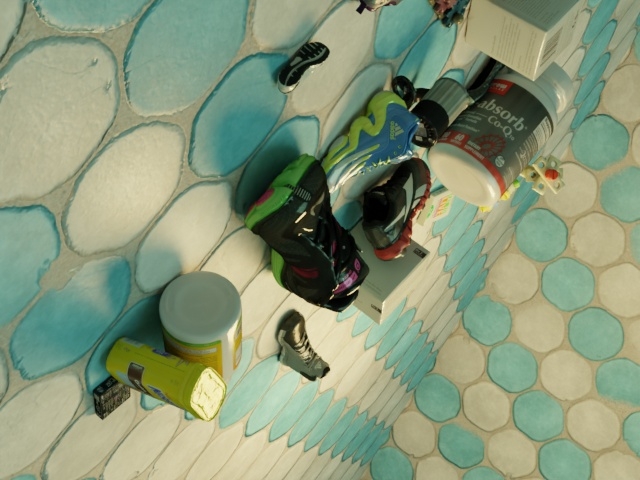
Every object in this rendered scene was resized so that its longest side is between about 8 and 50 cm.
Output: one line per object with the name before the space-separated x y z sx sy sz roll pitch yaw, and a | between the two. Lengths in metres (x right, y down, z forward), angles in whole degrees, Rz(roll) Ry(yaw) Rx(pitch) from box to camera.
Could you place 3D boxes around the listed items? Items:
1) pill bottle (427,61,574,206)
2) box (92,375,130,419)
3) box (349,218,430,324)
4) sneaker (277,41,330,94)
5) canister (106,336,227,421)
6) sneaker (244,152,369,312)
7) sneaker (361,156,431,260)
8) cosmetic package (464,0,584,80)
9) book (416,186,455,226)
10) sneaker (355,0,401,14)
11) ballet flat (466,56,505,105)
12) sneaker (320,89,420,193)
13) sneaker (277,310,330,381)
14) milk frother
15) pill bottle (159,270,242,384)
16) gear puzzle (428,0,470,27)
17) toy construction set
pill bottle | 0.449 -0.277 2.213 0.363 0.210 0.210 -50 160 -15
box | -0.359 0.264 1.547 0.067 0.018 0.083 -41 157 -33
box | 0.127 0.062 2.080 0.182 0.181 0.119 -44 158 -25
sneaker | -0.029 -0.269 1.399 0.109 0.040 0.043 -42 174 -21
canister | -0.253 0.226 1.472 0.073 0.170 0.126 -64 156 -21
sneaker | 0.000 0.000 1.654 0.185 0.202 0.483 -51 160 -11
sneaker | 0.167 -0.095 2.018 0.135 0.098 0.276 45 55 -33
cosmetic package | 0.424 -0.467 1.877 0.151 0.184 0.151 -45 158 -23
book | 0.325 -0.102 2.493 0.144 0.035 0.096 -25 142 -52
sneaker | 0.141 -0.438 1.473 0.224 0.083 0.098 -31 171 -39
ballet flat | 0.388 -0.392 2.146 0.049 0.057 0.173 39 85 -30
sneaker | 0.099 -0.169 1.714 0.240 0.126 0.091 -55 160 1
sneaker | -0.028 0.262 2.130 0.086 0.132 0.228 -45 159 -24
milk frother | 0.214 -0.286 1.788 0.134 0.129 0.143 -49 159 -32
pill bottle | -0.206 0.173 1.569 0.136 0.136 0.245 -43 158 -29
gear puzzle | 0.331 -0.562 1.713 0.338 0.044 0.175 -56 160 5
toy construction set | 0.502 -0.186 2.426 0.151 0.215 0.328 -27 -171 -24
